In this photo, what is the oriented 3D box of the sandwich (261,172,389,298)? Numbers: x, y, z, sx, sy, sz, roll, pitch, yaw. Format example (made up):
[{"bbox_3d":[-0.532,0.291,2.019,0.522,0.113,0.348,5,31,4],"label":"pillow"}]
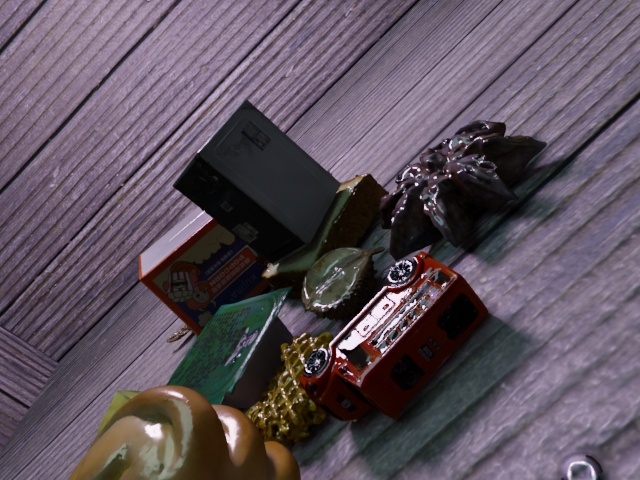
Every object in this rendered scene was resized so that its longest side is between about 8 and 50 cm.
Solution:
[{"bbox_3d":[0.000,0.000,1.102,0.271,0.099,0.301,-20,35,59],"label":"sandwich"}]

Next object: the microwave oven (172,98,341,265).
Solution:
[{"bbox_3d":[-0.143,-0.122,1.044,0.181,0.295,0.237,-30,26,49],"label":"microwave oven"}]

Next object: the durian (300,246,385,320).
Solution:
[{"bbox_3d":[0.053,0.082,0.850,0.188,0.091,0.148,-43,32,-3],"label":"durian"}]

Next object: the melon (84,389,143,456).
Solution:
[{"bbox_3d":[-0.493,0.508,1.067,0.196,0.124,0.323,-16,41,56],"label":"melon"}]

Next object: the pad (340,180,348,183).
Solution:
[{"bbox_3d":[0.015,-0.115,1.428,0.193,0.004,0.116,-52,21,-16],"label":"pad"}]

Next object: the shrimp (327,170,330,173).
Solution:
[{"bbox_3d":[-0.031,-0.181,1.610,0.124,0.034,0.178,-25,27,51],"label":"shrimp"}]

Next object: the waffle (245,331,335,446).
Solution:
[{"bbox_3d":[-0.041,0.240,0.755,0.197,0.070,0.193,-36,23,25],"label":"waffle"}]

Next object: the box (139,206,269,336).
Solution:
[{"bbox_3d":[-0.304,0.051,1.330,0.349,0.257,0.318,-43,23,-11],"label":"box"}]

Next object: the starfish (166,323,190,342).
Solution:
[{"bbox_3d":[-0.406,0.255,1.490,0.240,0.043,0.227,-38,17,2],"label":"starfish"}]

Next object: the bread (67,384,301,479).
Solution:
[{"bbox_3d":[-0.185,0.334,0.604,0.315,0.270,0.211,-45,4,20],"label":"bread"}]

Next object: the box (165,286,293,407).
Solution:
[{"bbox_3d":[-0.177,0.248,0.961,0.337,0.106,0.264,-20,33,50],"label":"box"}]

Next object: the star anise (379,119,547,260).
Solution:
[{"bbox_3d":[0.226,-0.101,0.817,0.332,0.117,0.331,-40,15,13],"label":"star anise"}]

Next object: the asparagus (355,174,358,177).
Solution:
[{"bbox_3d":[0.100,-0.151,1.316,0.016,0.013,0.166,-23,28,25],"label":"asparagus"}]

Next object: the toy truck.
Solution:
[{"bbox_3d":[0.096,0.142,0.613,0.252,0.107,0.114,-46,28,-6],"label":"toy truck"}]
